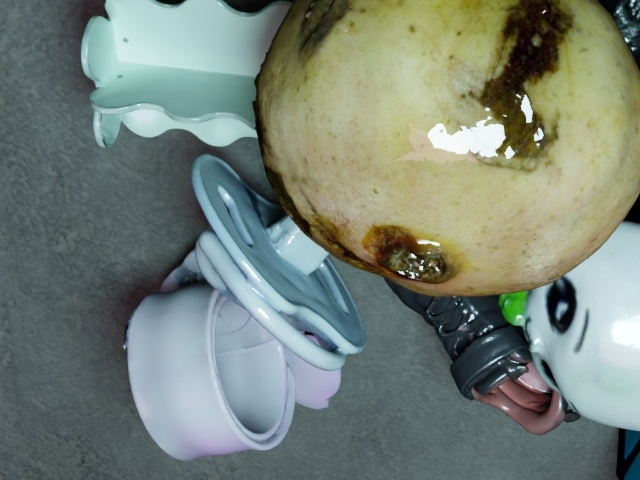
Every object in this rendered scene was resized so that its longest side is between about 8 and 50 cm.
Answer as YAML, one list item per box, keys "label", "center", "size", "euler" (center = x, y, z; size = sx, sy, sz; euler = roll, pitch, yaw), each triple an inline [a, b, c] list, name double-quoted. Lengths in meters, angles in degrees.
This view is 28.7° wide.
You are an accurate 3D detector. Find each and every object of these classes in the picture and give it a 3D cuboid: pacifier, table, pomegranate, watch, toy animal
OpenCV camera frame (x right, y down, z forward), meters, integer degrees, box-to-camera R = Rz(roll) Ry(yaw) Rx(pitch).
- label: "pacifier"
  center: [0.000, 0.000, 1.222]
  size: [0.207, 0.227, 0.279]
  euler: [-39, 142, 11]
- label: "table"
  center: [-0.101, -0.158, 1.174]
  size: [0.198, 0.166, 0.167]
  euler: [8, 127, 11]
- label: "pomegranate"
  center: [0.106, -0.098, 1.016]
  size: [0.322, 0.322, 0.322]
  euler: [8, 127, 10]
- label: "watch"
  center: [-0.113, 0.149, 1.368]
  size: [0.210, 0.217, 0.248]
  euler: [-11, 121, 23]
- label: "toy animal"
  center: [0.271, 0.047, 1.160]
  size: [0.212, 0.267, 0.213]
  euler: [11, 131, 13]

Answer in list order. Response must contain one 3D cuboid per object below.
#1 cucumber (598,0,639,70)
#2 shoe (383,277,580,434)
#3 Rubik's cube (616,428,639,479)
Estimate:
- label: "cucumber"
  center: [0.277, -0.235, 1.069]
  size: [0.081, 0.072, 0.303]
  euler: [20, 128, 1]
- label: "shoe"
  center: [0.163, 0.101, 1.305]
  size: [0.291, 0.137, 0.114]
  euler: [40, 125, -11]
- label: "Rubik's cube"
  center: [0.468, 0.231, 1.222]
  size: [0.293, 0.283, 0.288]
  euler: [24, 130, 2]
